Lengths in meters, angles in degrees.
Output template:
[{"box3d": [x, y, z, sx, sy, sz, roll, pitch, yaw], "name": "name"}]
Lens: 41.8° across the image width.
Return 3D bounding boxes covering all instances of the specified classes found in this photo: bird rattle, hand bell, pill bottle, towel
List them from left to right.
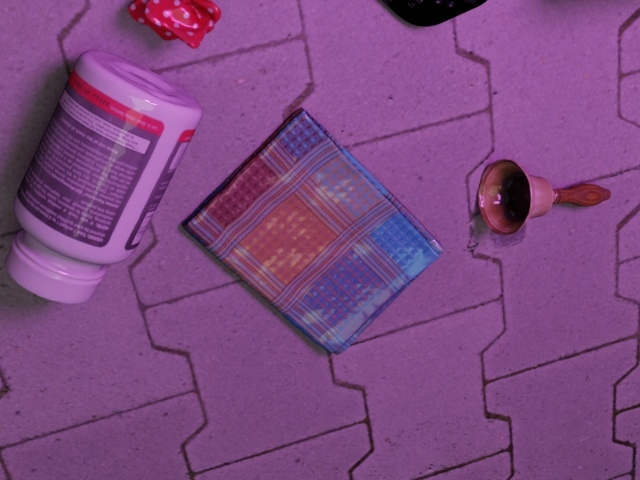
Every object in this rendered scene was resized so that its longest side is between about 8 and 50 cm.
[{"box3d": [-0.304, -0.079, 1.137, 0.176, 0.176, 0.318, 23, 106, -26], "name": "pill bottle"}, {"box3d": [-0.162, -0.388, 1.093, 0.253, 0.143, 0.207, -32, 109, 14], "name": "bird rattle"}, {"box3d": [0.000, 0.000, 1.350, 0.271, 0.040, 0.370, -44, 119, 5], "name": "towel"}, {"box3d": [0.400, -0.077, 1.422, 0.242, 0.126, 0.126, -4, 116, -31], "name": "hand bell"}]

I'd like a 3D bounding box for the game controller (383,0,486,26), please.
[{"box3d": [0.089, -0.409, 1.121, 0.319, 0.067, 0.166, 36, 142, -29], "name": "game controller"}]
